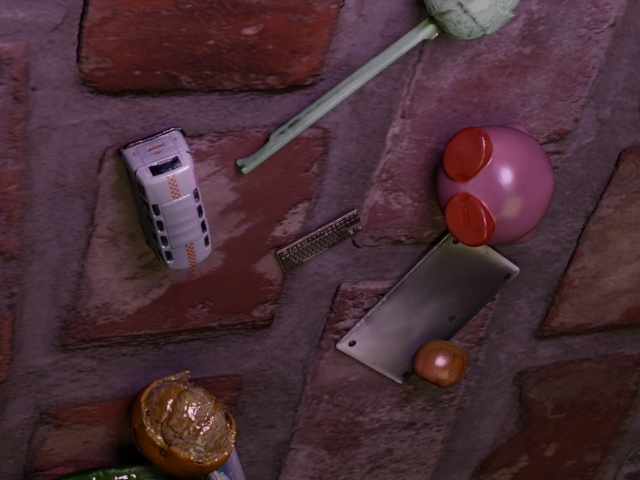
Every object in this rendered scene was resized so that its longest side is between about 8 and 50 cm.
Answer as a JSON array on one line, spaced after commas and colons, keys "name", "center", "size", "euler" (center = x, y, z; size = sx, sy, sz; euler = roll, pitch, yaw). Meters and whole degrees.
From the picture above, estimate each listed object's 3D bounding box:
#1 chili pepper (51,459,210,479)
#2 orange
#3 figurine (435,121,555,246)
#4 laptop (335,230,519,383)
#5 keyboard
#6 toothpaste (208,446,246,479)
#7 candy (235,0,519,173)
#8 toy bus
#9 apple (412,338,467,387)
[{"name": "chili pepper", "center": [-0.325, 0.439, 2.107], "size": [0.385, 0.167, 0.213], "euler": [-10, 122, -10]}, {"name": "orange", "center": [-0.193, 0.260, 2.063], "size": [0.156, 0.134, 0.156], "euler": [12, 131, 15]}, {"name": "figurine", "center": [0.243, -0.076, 2.005], "size": [0.173, 0.173, 0.173], "euler": [-17, 135, -18]}, {"name": "laptop", "center": [0.166, 0.102, 2.226], "size": [0.269, 0.015, 0.187], "euler": [-45, 136, 13]}, {"name": "keyboard", "center": [0.000, 0.000, 2.033], "size": [0.129, 0.015, 0.049], "euler": [-28, 137, -6]}, {"name": "toothpaste", "center": [-0.157, 0.384, 2.257], "size": [0.114, 0.073, 0.299], "euler": [-24, 129, -4]}, {"name": "candy", "center": [0.070, -0.217, 1.832], "size": [0.440, 0.119, 0.119], "euler": [-38, 138, 14]}, {"name": "toy bus", "center": [-0.187, -0.044, 1.827], "size": [0.087, 0.089, 0.194], "euler": [-21, 137, -13]}, {"name": "apple", "center": [0.185, 0.189, 2.248], "size": [0.084, 0.084, 0.071], "euler": [23, 87, -42]}]
